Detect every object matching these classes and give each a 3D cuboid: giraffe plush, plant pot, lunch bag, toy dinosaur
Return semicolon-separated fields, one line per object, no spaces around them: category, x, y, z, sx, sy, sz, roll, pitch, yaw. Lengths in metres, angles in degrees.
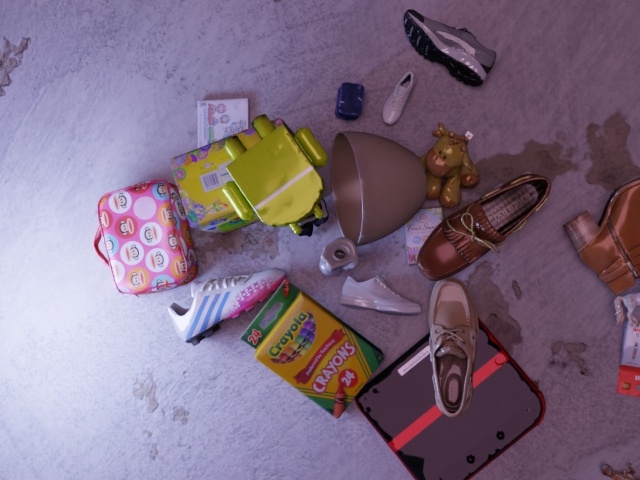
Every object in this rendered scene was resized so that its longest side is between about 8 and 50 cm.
giraffe plush;0.319;-0.200;1.824;0.181;0.170;0.210;27;90;10
plant pot;0.151;-0.137;1.815;0.190;0.284;0.284;-8;85;-13
lunch bag;0.076;-0.361;1.927;0.067;0.065;0.099;9;86;-6
toy dinosaur;0.778;0.603;1.766;0.211;0.064;0.112;43;111;18
lunch bag;-0.478;0.000;1.958;0.258;0.120;0.293;-13;85;8

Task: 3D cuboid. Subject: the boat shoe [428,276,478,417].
boat shoe;0.326;0.256;1.784;0.121;0.110;0.341;-5;81;11

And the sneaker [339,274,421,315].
sneaker;0.158;0.138;1.879;0.212;0.080;0.094;10;76;10

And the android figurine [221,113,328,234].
android figurine;-0.098;-0.144;1.661;0.248;0.056;0.273;-37;82;5

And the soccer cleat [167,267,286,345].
soccer cleat;-0.251;0.141;1.910;0.331;0.116;0.143;-33;93;7

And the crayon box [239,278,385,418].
crayon box;-0.023;0.273;1.850;0.318;0.081;0.202;37;93;-6

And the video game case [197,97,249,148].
video game case;-0.264;-0.306;1.997;0.143;0.019;0.157;-1;86;8

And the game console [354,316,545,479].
game console;0.329;0.412;1.847;0.386;0.060;0.342;-40;76;3

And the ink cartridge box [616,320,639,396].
ink cartridge box;0.806;0.295;1.782;0.145;0.045;0.180;8;85;10

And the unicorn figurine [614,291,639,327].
unicorn figurine;0.784;0.144;1.761;0.161;0.060;0.111;-12;80;-9

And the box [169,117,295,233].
box;-0.179;-0.151;1.842;0.289;0.279;0.177;-20;84;7

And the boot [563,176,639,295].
boot;0.763;-0.021;1.774;0.283;0.109;0.220;-35;81;7

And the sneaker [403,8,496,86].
sneaker;0.329;-0.510;1.891;0.271;0.100;0.108;38;78;6

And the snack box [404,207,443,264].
snack box;0.269;-0.010;1.886;0.100;0.037;0.141;-5;85;7

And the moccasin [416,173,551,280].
moccasin;0.402;-0.032;1.792;0.379;0.147;0.139;-30;85;-2

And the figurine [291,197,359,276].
figurine;0.000;0.000;1.843;0.092;0.209;0.215;-34;86;-12

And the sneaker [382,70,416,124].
sneaker;0.202;-0.375;1.910;0.053;0.061;0.152;26;92;8
